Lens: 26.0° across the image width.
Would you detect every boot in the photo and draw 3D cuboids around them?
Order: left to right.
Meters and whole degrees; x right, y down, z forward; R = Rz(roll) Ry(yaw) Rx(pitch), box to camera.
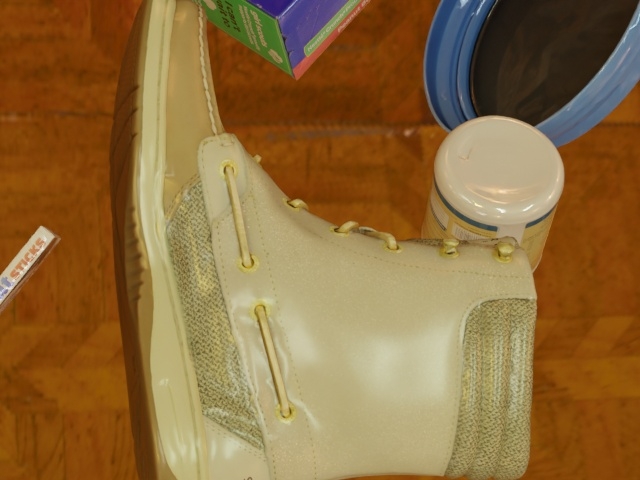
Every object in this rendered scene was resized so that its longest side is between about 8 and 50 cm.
[{"bbox_3d":[0.000,0.000,0.570,0.165,0.077,0.213,-3,75,-14],"label":"boot"}]

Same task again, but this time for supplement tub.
[{"bbox_3d":[0.191,-0.029,1.583,0.144,0.200,0.144,2,55,-3],"label":"supplement tub"}]

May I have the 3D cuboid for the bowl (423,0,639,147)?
[{"bbox_3d":[0.301,-0.291,1.848,0.077,0.391,0.391,28,66,-34],"label":"bowl"}]

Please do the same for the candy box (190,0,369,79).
[{"bbox_3d":[-0.063,-0.376,1.568,0.317,0.122,0.268,36,75,27],"label":"candy box"}]

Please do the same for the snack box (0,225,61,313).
[{"bbox_3d":[-0.337,0.060,1.451,0.022,0.064,0.178,38,86,-3],"label":"snack box"}]
